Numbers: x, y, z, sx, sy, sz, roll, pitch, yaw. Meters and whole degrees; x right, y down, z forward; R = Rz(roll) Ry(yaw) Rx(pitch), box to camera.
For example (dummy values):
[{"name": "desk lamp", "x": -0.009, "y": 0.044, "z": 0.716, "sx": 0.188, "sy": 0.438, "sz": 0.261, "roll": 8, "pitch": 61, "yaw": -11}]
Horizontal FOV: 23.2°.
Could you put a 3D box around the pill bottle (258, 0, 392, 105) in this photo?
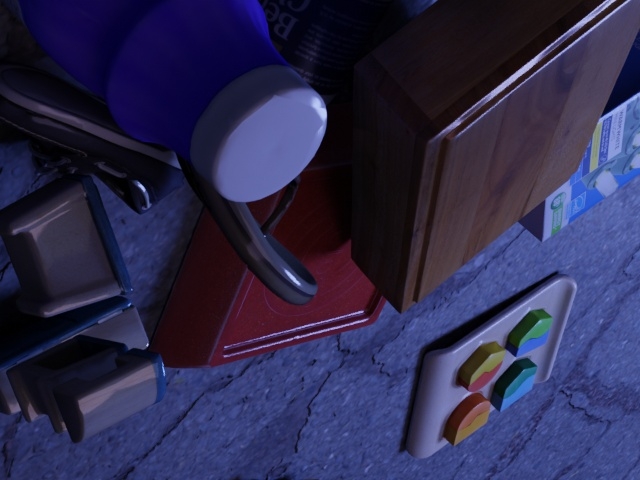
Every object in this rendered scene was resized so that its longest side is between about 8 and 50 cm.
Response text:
[{"name": "pill bottle", "x": -0.015, "y": -0.148, "z": 1.066, "sx": 0.094, "sy": 0.094, "sz": 0.169, "roll": 2, "pitch": 126, "yaw": -51}]

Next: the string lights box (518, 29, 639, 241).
[{"name": "string lights box", "x": 0.282, "y": -0.126, "z": 1.469, "sx": 0.259, "sy": 0.077, "sz": 0.133, "roll": -33, "pitch": 147, "yaw": -19}]

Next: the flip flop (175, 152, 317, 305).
[{"name": "flip flop", "x": -0.058, "y": -0.075, "z": 1.007, "sx": 0.080, "sy": 0.112, "sz": 0.277, "roll": -27, "pitch": 114, "yaw": -6}]

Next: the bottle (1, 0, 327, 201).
[{"name": "bottle", "x": -0.106, "y": -0.129, "z": 0.793, "sx": 0.092, "sy": 0.283, "sz": 0.118, "roll": -49, "pitch": 148, "yaw": 8}]

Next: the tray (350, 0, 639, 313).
[{"name": "tray", "x": 0.122, "y": -0.081, "z": 1.129, "sx": 0.203, "sy": 0.076, "sz": 0.411, "roll": -39, "pitch": 166, "yaw": -10}]

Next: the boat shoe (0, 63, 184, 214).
[{"name": "boat shoe", "x": -0.156, "y": -0.059, "z": 1.027, "sx": 0.065, "sy": 0.075, "sz": 0.206, "roll": -53, "pitch": 153, "yaw": 9}]

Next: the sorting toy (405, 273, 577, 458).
[{"name": "sorting toy", "x": 0.194, "y": 0.146, "z": 1.735, "sx": 0.208, "sy": 0.038, "sz": 0.193, "roll": -27, "pitch": 146, "yaw": -27}]

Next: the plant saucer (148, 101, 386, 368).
[{"name": "plant saucer", "x": 0.000, "y": 0.000, "z": 1.315, "sx": 0.259, "sy": 0.048, "sz": 0.258, "roll": -11, "pitch": 136, "yaw": -43}]

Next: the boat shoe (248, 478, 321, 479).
[{"name": "boat shoe", "x": -0.059, "y": 0.271, "z": 1.562, "sx": 0.190, "sy": 0.068, "sz": 0.072, "roll": -17, "pitch": 129, "yaw": -38}]

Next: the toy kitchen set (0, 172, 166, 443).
[{"name": "toy kitchen set", "x": -0.173, "y": 0.031, "z": 1.082, "sx": 0.122, "sy": 0.207, "sz": 0.166, "roll": -26, "pitch": 106, "yaw": -28}]
